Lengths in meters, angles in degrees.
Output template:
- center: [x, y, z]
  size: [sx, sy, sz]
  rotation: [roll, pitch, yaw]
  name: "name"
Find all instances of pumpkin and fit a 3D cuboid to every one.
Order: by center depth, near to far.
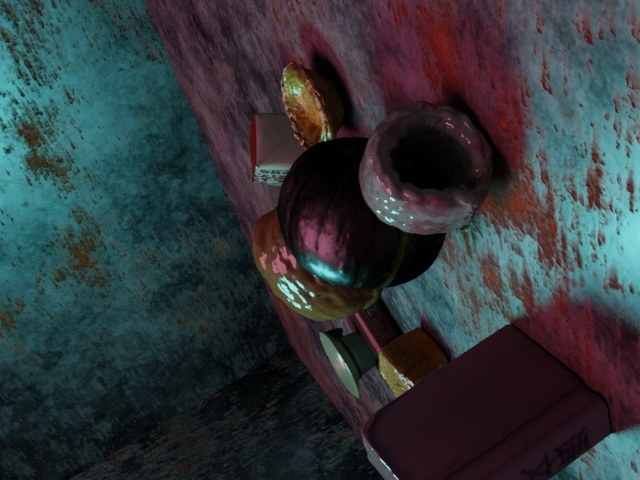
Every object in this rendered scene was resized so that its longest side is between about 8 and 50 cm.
- center: [0.077, -0.052, 1.544]
  size: [0.323, 0.323, 0.242]
  rotation: [45, 132, 51]
  name: "pumpkin"

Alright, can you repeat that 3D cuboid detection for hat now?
- center: [0.112, 0.382, 2.790]
  size: [0.257, 0.130, 0.257]
  rotation: [56, 166, 21]
  name: "hat"

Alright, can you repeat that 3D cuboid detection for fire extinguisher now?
- center: [0.140, 0.213, 2.399]
  size: [0.269, 0.104, 0.105]
  rotation: [57, 167, 14]
  name: "fire extinguisher"

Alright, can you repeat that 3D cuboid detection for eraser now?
- center: [0.277, 0.334, 1.477]
  size: [0.272, 0.359, 0.122]
  rotation: [45, 162, 53]
  name: "eraser"

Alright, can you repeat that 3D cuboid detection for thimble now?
- center: [0.170, -0.106, 1.328]
  size: [0.211, 0.185, 0.149]
  rotation: [42, 165, 8]
  name: "thimble"

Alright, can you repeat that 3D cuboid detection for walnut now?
- center: [0.013, 0.035, 2.000]
  size: [0.344, 0.306, 0.306]
  rotation: [54, 170, -17]
  name: "walnut"

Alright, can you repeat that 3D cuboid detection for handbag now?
- center: [-0.099, -0.212, 2.127]
  size: [0.298, 0.171, 0.151]
  rotation: [123, 145, -76]
  name: "handbag"

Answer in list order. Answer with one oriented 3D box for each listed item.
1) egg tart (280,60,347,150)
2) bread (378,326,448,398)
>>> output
- center: [-0.013, -0.292, 1.828]
  size: [0.212, 0.090, 0.213]
  rotation: [48, 154, 33]
  name: "egg tart"
- center: [0.238, 0.326, 2.126]
  size: [0.143, 0.149, 0.158]
  rotation: [48, 163, 33]
  name: "bread"
